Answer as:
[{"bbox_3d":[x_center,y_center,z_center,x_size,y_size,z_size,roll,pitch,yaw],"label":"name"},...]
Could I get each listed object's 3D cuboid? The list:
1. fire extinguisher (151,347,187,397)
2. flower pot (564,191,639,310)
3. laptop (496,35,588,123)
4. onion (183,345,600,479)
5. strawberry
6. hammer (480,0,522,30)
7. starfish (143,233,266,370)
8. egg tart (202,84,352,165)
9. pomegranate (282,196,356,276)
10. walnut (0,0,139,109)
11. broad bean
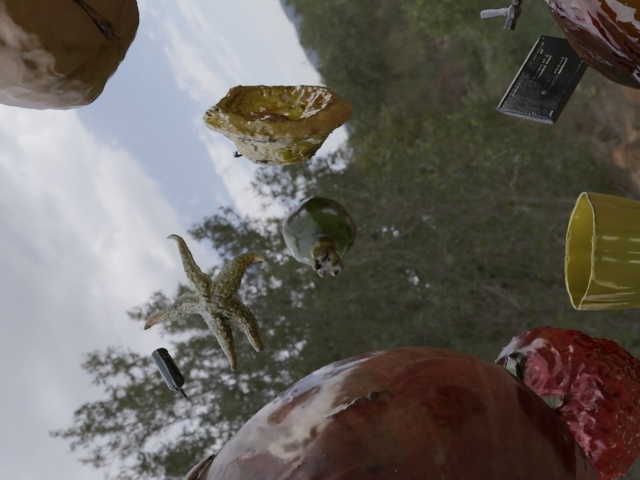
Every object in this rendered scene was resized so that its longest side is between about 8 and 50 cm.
[{"bbox_3d":[-0.211,0.184,1.068,0.083,0.025,0.038,48,168,39],"label":"fire extinguisher"},{"bbox_3d":[0.508,0.024,1.243,0.195,0.179,0.195,5,-90,-85],"label":"flower pot"},{"bbox_3d":[0.450,-0.323,1.514,0.135,0.197,0.016,22,167,41],"label":"laptop"},{"bbox_3d":[0.058,0.259,0.594,0.353,0.354,0.353,63,-173,-14],"label":"onion"},{"bbox_3d":[0.395,0.254,1.166,0.257,0.277,0.257,15,107,61],"label":"strawberry"},{"bbox_3d":[0.355,-0.454,1.535,0.178,0.021,0.065,-130,52,-71],"label":"hammer"},{"bbox_3d":[-0.164,0.090,1.111,0.223,0.217,0.050,60,-161,-7],"label":"starfish"},{"bbox_3d":[-0.066,-0.183,1.209,0.241,0.241,0.105,-102,9,-62],"label":"egg tart"},{"bbox_3d":[0.000,0.000,1.167,0.142,0.115,0.114,-101,-15,-49],"label":"pomegranate"},{"bbox_3d":[-0.518,-0.404,1.323,0.398,0.354,0.308,29,153,15],"label":"walnut"},{"bbox_3d":[0.228,-0.179,0.531,0.156,0.122,0.228,39,-169,25],"label":"broad bean"}]
